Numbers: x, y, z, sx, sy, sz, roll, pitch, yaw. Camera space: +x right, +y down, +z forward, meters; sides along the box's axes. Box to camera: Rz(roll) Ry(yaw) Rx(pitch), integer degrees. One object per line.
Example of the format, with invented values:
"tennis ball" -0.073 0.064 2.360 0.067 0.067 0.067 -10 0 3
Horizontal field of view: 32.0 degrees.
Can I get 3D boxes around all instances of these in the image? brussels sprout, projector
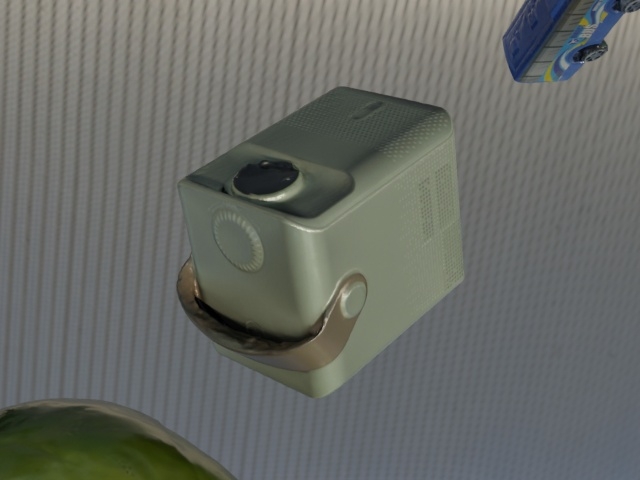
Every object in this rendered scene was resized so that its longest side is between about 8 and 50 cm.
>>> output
"brussels sprout" -0.176 0.275 0.873 0.268 0.344 0.344 -52 126 -29
"projector" 0.000 0.000 0.934 0.242 0.163 0.177 -36 130 -35

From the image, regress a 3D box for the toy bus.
"toy bus" 0.172 -0.158 0.754 0.061 0.153 0.051 -11 73 -13
